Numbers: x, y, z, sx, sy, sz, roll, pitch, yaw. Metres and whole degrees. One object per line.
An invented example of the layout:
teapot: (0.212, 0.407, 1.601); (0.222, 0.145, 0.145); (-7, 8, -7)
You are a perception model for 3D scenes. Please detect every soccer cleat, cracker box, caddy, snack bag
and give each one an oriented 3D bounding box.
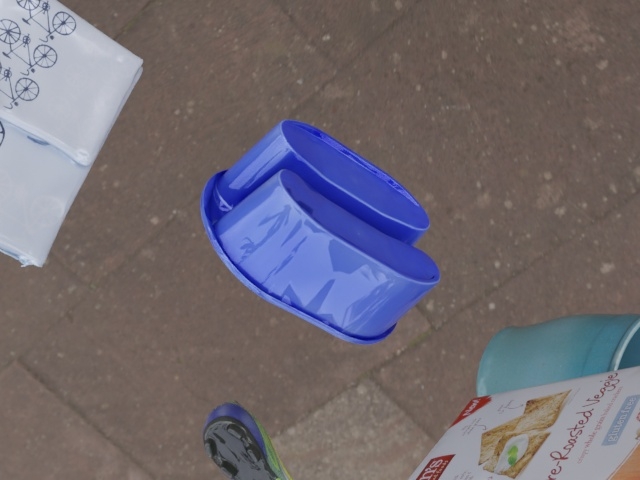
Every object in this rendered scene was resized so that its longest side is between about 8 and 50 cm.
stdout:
soccer cleat: (-0.070, 0.358, 1.145); (0.093, 0.121, 0.289); (-31, 100, 9)
cracker box: (0.180, 0.167, 0.576); (0.232, 0.155, 0.067); (-26, 97, 45)
caddy: (0.000, 0.000, 1.068); (0.341, 0.241, 0.179); (30, 125, -25)
snack bag: (-0.427, -0.170, 1.019); (0.323, 0.037, 0.343); (33, 78, -42)

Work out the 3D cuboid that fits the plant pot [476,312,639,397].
plant pot: (0.398, 0.234, 1.218); (0.255, 0.271, 0.272); (3, 126, 49)
